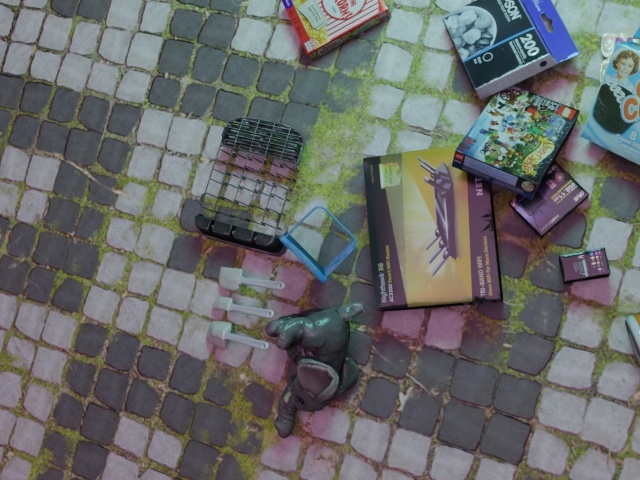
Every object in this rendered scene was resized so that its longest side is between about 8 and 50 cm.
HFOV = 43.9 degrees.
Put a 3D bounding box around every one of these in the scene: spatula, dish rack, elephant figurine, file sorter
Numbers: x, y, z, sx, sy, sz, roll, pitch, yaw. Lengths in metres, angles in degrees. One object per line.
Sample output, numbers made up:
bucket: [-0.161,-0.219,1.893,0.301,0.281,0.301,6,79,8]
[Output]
spatula: [-0.156,0.144,1.610,0.242,0.019,0.168,5,78,51]
dish rack: [-0.143,-0.120,1.679,0.208,0.074,0.271,15,86,16]
elephant figurine: [-0.005,0.259,1.564,0.169,0.186,0.239,-13,90,-29]
file sorter: [0.000,0.000,1.557,0.104,0.170,0.118,-44,93,2]

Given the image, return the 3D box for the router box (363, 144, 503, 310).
router box: [0.218,-0.023,1.553,0.243,0.081,0.308,-7,81,15]

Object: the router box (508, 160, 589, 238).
router box: [0.436,-0.078,1.519,0.122,0.038,0.092,-43,74,7]

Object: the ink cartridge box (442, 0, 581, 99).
ink cartridge box: [0.368,-0.401,1.549,0.208,0.045,0.206,-23,59,12]

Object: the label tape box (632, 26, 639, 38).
label tape box: [0.764,-0.408,1.385,0.240,0.106,0.334,-56,35,-10]

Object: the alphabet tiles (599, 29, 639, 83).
alphabet tiles: [0.669,-0.310,1.490,0.278,0.021,0.284,4,84,17]

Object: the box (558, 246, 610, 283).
box: [0.490,0.048,1.475,0.083,0.062,0.052,-12,79,14]

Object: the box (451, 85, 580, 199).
box: [0.367,-0.191,1.483,0.159,0.044,0.233,25,53,18]

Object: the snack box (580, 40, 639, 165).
snack box: [0.630,-0.202,1.377,0.322,0.060,0.187,36,127,35]

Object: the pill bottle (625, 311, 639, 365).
pill bottle: [0.657,0.158,1.381,0.216,0.121,0.121,-19,78,13]

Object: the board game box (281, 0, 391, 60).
board game box: [0.032,-0.495,1.687,0.194,0.045,0.146,-27,76,11]
